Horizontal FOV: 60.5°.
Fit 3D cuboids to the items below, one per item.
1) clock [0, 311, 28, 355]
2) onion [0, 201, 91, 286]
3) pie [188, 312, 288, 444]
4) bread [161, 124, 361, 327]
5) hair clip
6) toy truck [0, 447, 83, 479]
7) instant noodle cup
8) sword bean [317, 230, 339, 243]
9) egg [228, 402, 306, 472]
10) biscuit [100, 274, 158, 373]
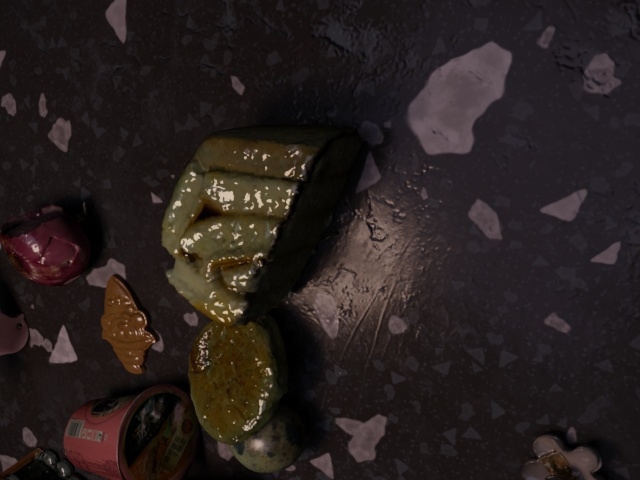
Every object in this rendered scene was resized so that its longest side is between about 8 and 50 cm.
[{"bbox_3d":[-0.873,0.286,1.350,0.080,0.275,0.290,-8,69,23],"label":"clock"},{"bbox_3d":[-0.632,0.021,1.276,0.208,0.200,0.200,-5,99,12],"label":"onion"},{"bbox_3d":[-0.172,0.270,1.131,0.277,0.079,0.276,-10,72,35],"label":"pie"},{"bbox_3d":[-0.127,-0.070,0.995,0.264,0.239,0.395,31,106,19],"label":"bread"},{"bbox_3d":[0.457,0.452,0.947,0.146,0.075,0.257,-38,91,28],"label":"hair clip"},{"bbox_3d":[-0.693,0.725,1.472,0.339,0.133,0.184,24,119,20],"label":"toy truck"},{"bbox_3d":[-0.448,0.452,1.271,0.255,0.244,0.243,-9,97,33],"label":"instant noodle cup"},{"bbox_3d":[0.000,0.000,1.081,0.083,0.012,0.012,-24,91,25],"label":"sword bean"},{"bbox_3d":[-0.117,0.410,1.146,0.182,0.141,0.141,-9,97,31],"label":"egg"},{"bbox_3d":[-0.469,0.204,1.320,0.163,0.035,0.250,-11,95,21],"label":"biscuit"}]
